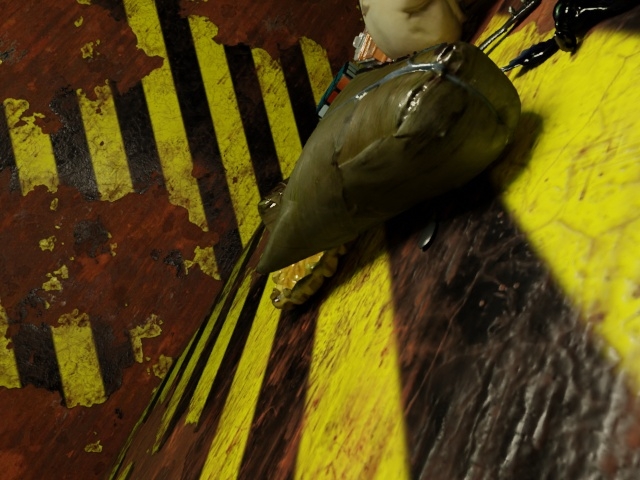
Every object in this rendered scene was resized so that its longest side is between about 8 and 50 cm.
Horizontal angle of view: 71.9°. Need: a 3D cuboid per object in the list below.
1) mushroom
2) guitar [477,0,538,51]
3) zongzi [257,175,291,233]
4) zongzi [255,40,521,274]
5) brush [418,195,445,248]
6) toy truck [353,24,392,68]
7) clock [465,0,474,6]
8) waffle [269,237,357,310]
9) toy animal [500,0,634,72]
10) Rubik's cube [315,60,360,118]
[{"bbox_3d":[0.251,-0.519,0.897,0.335,0.314,0.315,-6,44,34],"label":"mushroom"},{"bbox_3d":[0.255,-0.313,0.764,0.271,0.038,0.084,-44,19,45],"label":"guitar"},{"bbox_3d":[-0.043,-0.143,1.320,0.300,0.145,0.274,-39,8,3],"label":"zongzi"},{"bbox_3d":[0.051,-0.068,0.593,0.393,0.174,0.356,-53,17,1],"label":"zongzi"},{"bbox_3d":[0.139,-0.023,0.547,0.083,0.008,0.024,-62,12,-25],"label":"brush"},{"bbox_3d":[0.211,-0.595,1.334,0.207,0.173,0.388,-62,13,16],"label":"toy truck"},{"bbox_3d":[0.313,-0.673,1.060,0.143,0.202,0.096,-55,11,6],"label":"clock"},{"bbox_3d":[-0.005,0.009,0.886,0.329,0.062,0.329,-51,15,20],"label":"waffle"},{"bbox_3d":[0.287,-0.262,0.500,0.220,0.062,0.108,155,121,-67],"label":"toy animal"},{"bbox_3d":[0.098,-0.440,1.399,0.161,0.163,0.162,-49,18,32],"label":"Rubik's cube"}]
